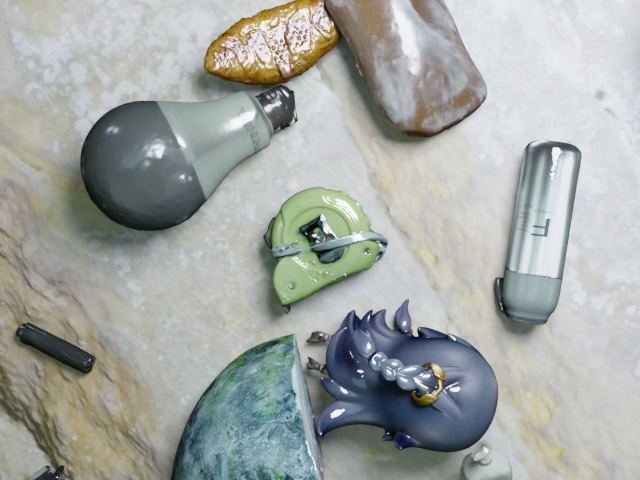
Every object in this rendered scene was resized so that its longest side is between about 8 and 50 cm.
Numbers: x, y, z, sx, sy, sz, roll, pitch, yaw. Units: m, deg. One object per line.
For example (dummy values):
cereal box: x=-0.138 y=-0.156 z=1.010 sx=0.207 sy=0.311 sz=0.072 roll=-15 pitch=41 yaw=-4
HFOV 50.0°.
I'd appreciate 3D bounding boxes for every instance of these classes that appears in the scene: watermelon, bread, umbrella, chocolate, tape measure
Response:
watermelon: x=-0.087 y=0.317 z=0.963 sx=0.289 sy=0.214 sz=0.320 roll=-42 pitch=43 yaw=9
bread: x=-0.056 y=-0.281 z=0.986 sx=0.233 sy=0.076 sz=0.104 roll=-24 pitch=99 yaw=-6
umbrella: x=-0.411 y=0.168 z=1.064 sx=0.133 sy=0.031 sz=0.036 roll=27 pitch=93 yaw=5
chocolate: x=0.130 y=-0.272 z=0.942 sx=0.157 sy=0.080 sz=0.254 roll=-29 pitch=93 yaw=-16
tape measure: x=0.000 y=0.000 z=0.990 sx=0.178 sy=0.087 sz=0.154 roll=-25 pitch=89 yaw=4

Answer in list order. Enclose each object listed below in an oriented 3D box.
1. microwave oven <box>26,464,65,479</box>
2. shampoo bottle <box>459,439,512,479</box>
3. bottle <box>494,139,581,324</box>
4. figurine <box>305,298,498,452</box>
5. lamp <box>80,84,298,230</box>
microwave oven: x=-0.393 y=0.562 z=0.984 sx=0.355 sy=0.218 sz=0.286 roll=43 pitch=97 yaw=3
shampoo bottle: x=0.230 y=0.317 z=0.953 sx=0.077 sy=0.152 sz=0.045 roll=-13 pitch=46 yaw=0
bottle: x=0.302 y=-0.012 z=0.967 sx=0.096 sy=0.079 sz=0.253 roll=10 pitch=94 yaw=43
figurine: x=0.111 y=0.194 z=0.949 sx=0.265 sy=0.197 sz=0.175 roll=7 pitch=105 yaw=-4
lamp: x=-0.176 y=-0.115 z=0.976 sx=0.314 sy=0.182 sz=0.181 roll=-10 pitch=91 yaw=-13
